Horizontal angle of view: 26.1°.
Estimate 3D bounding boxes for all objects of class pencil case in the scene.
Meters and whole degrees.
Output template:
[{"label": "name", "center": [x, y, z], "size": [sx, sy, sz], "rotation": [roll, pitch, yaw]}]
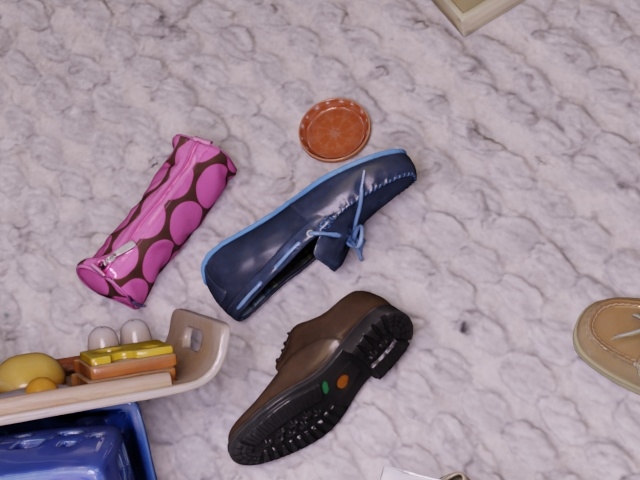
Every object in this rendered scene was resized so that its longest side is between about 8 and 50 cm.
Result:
[{"label": "pencil case", "center": [-0.178, -0.025, 1.517], "size": [0.095, 0.098, 0.209], "rotation": [25, 70, 22]}]

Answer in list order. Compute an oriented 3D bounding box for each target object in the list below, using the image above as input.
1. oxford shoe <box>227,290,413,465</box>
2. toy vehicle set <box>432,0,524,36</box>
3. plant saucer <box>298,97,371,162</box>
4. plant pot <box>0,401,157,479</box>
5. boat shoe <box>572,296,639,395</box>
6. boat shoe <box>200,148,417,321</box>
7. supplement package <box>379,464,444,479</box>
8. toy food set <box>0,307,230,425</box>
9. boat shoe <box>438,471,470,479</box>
[{"label": "oxford shoe", "center": [-0.013, 0.141, 1.419], "size": [0.227, 0.083, 0.096], "rotation": [-41, 43, -10]}, {"label": "toy vehicle set", "center": [0.233, -0.372, 1.642], "size": [0.267, 0.035, 0.166], "rotation": [-32, 61, -5]}, {"label": "plant saucer", "center": [0.017, -0.124, 1.574], "size": [0.083, 0.013, 0.083], "rotation": [-5, 62, 10]}, {"label": "plant pot", "center": [-0.265, 0.279, 1.288], "size": [0.236, 0.236, 0.212], "rotation": [-8, 18, 9]}, {"label": "boat shoe", "center": [0.385, 0.109, 1.333], "size": [0.285, 0.089, 0.104], "rotation": [14, 67, 19]}, {"label": "boat shoe", "center": [0.000, 0.000, 1.479], "size": [0.258, 0.109, 0.089], "rotation": [-34, 68, 12]}, {"label": "supplement package", "center": [0.158, 0.336, 1.205], "size": [0.262, 0.145, 0.204], "rotation": [12, 68, 7]}, {"label": "toy food set", "center": [-0.259, 0.107, 1.346], "size": [0.306, 0.220, 0.092], "rotation": [-8, 94, -19]}, {"label": "boat shoe", "center": [0.098, 0.280, 1.333], "size": [0.049, 0.043, 0.137], "rotation": [39, 78, 24]}]
